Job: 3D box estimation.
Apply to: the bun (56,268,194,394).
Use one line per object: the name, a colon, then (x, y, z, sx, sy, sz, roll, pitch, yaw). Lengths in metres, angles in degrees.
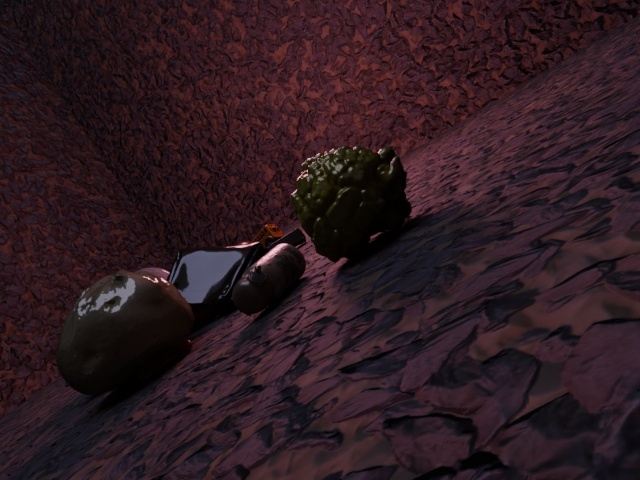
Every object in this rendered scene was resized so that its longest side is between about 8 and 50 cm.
bun: (-0.481, 0.217, 1.214, 0.326, 0.234, 0.362, -40, -7, -25)

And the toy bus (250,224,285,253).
toy bus: (-0.225, 0.029, 1.910, 0.194, 0.088, 0.083, -46, -19, 24)

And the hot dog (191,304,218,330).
hot dog: (-0.395, 0.238, 1.468, 0.289, 0.068, 0.083, -34, 13, -28)

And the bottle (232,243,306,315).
bottle: (-0.114, 0.082, 1.108, 0.209, 0.097, 0.110, -44, -25, -59)

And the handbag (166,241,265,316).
handbag: (-0.314, 0.117, 1.449, 0.285, 0.113, 0.257, -4, 35, 16)

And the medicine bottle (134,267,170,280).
medicine bottle: (-0.602, 0.235, 1.676, 0.245, 0.245, 0.306, -32, 7, 8)

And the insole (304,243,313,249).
insole: (0.000, 0.000, 1.648, 0.135, 0.002, 0.045, -30, 6, 23)

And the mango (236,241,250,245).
mango: (-0.322, 0.107, 1.856, 0.113, 0.138, 0.253, 16, -45, -40)

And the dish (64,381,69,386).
dish: (-0.603, 0.355, 1.440, 0.236, 0.086, 0.228, -36, 24, -16)

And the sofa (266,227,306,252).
sofa: (-0.122, 0.025, 1.854, 0.147, 0.060, 0.085, -34, -18, -13)

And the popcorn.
popcorn: (0.063, -0.087, 1.046, 0.258, 0.224, 0.270, -27, -3, -27)

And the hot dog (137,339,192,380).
hot dog: (-0.358, 0.276, 1.160, 0.137, 0.028, 0.044, -37, 33, -15)
